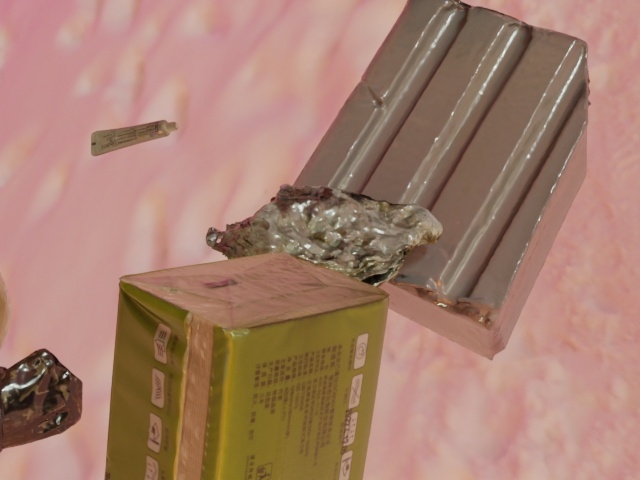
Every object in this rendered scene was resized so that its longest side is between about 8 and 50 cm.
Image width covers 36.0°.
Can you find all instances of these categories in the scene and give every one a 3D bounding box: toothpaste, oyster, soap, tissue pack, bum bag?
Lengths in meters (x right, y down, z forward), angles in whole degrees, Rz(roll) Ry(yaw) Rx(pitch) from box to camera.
[{"bbox_3d":[-0.347,-0.195,1.829,0.197,0.029,0.048,-9,79,26],"label":"toothpaste"},{"bbox_3d":[0.000,0.000,1.173,0.198,0.268,0.112,28,125,34],"label":"oyster"},{"bbox_3d":[0.193,-0.101,1.386,0.350,0.213,0.435,22,75,28],"label":"soap"},{"bbox_3d":[-0.070,0.167,0.880,0.167,0.200,0.274,19,109,40],"label":"tissue pack"},{"bbox_3d":[-0.397,0.208,1.143,0.248,0.102,0.069,-22,27,-24],"label":"bum bag"}]

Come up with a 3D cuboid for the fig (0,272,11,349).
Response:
[{"bbox_3d":[-0.540,0.091,1.334,0.326,0.258,0.258,-11,60,51],"label":"fig"}]
